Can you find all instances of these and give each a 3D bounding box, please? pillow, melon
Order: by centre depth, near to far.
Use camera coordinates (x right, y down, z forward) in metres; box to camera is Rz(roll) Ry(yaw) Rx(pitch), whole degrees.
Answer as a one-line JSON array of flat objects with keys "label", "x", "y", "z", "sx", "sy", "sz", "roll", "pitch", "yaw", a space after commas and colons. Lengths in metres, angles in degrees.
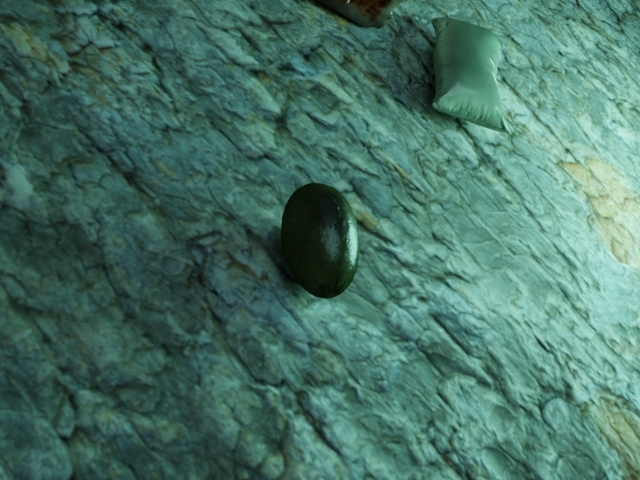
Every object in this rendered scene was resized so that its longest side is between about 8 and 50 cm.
[{"label": "melon", "x": 0.000, "y": 0.000, "z": 1.394, "sx": 0.099, "sy": 0.099, "sz": 0.162, "roll": 14, "pitch": 50, "yaw": -28}, {"label": "pillow", "x": 0.254, "y": -0.282, "z": 1.854, "sx": 0.144, "sy": 0.078, "sz": 0.254, "roll": 24, "pitch": 42, "yaw": -17}]

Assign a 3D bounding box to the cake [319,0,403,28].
[{"label": "cake", "x": 0.036, "y": -0.534, "z": 1.805, "sx": 0.309, "sy": 0.237, "sz": 0.230, "roll": 23, "pitch": 46, "yaw": -22}]
